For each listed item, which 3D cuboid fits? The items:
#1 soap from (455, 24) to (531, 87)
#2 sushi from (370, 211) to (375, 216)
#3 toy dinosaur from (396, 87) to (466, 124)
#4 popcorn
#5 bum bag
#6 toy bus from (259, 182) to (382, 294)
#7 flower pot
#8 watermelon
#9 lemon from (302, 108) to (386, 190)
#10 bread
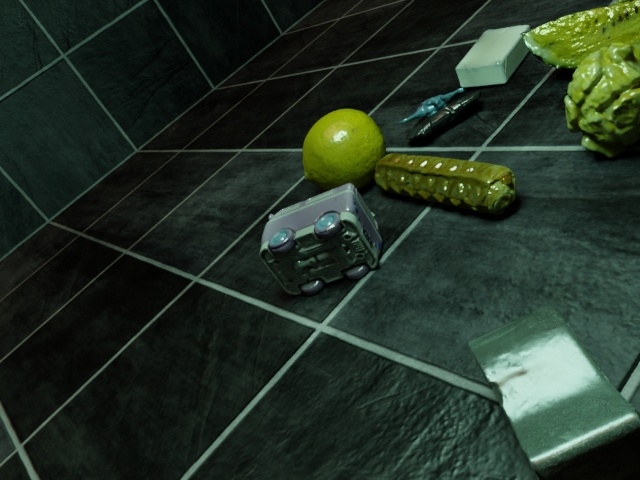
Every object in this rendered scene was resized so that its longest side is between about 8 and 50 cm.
[{"bbox_3d":[0.417,-0.441,1.468,0.121,0.064,0.183,7,47,43],"label":"soap"},{"bbox_3d":[0.003,-0.026,1.286,0.201,0.031,0.139,-36,28,-5],"label":"sushi"},{"bbox_3d":[0.271,-0.318,1.461,0.197,0.045,0.080,-29,20,-10],"label":"toy dinosaur"},{"bbox_3d":[0.476,-0.244,0.985,0.195,0.168,0.173,-46,33,-22],"label":"popcorn"},{"bbox_3d":[0.279,-0.272,1.376,0.197,0.049,0.087,-32,3,4],"label":"bum bag"},{"bbox_3d":[0.000,0.000,1.136,0.202,0.142,0.142,-20,36,22],"label":"toy bus"},{"bbox_3d":[0.245,0.167,0.644,0.108,0.103,0.229,-28,27,9],"label":"flower pot"},{"bbox_3d":[0.556,-0.410,1.209,0.301,0.129,0.123,-11,37,27],"label":"watermelon"},{"bbox_3d":[0.048,-0.194,1.354,0.203,0.178,0.178,-34,27,-5],"label":"lemon"},{"bbox_3d":[0.219,-0.113,1.148,0.077,0.084,0.367,-1,11,-29],"label":"bread"}]
